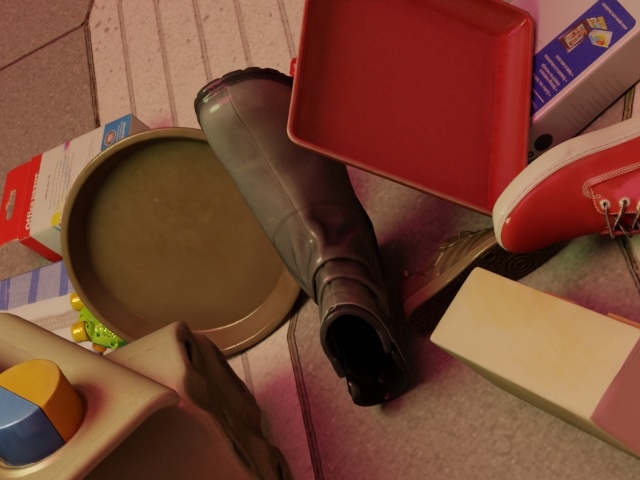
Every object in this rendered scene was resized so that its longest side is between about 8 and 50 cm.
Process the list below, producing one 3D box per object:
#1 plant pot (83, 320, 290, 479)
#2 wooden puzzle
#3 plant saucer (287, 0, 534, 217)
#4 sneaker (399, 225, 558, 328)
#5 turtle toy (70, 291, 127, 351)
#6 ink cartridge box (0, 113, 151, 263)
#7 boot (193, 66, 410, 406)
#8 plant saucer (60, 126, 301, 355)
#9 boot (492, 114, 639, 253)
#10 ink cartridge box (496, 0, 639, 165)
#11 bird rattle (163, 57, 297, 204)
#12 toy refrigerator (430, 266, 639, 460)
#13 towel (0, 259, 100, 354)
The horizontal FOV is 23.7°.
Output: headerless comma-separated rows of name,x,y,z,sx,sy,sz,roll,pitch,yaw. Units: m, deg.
plant pot,-0.209,0.252,1.548,0.305,0.334,0.333,-31,45,7
wooden puzzle,-0.347,0.186,1.391,0.348,0.080,0.322,-39,33,-26
plant saucer,0.087,-0.156,1.501,0.048,0.259,0.258,-42,35,54
sneaker,0.153,0.013,1.536,0.188,0.066,0.071,-34,45,20
turtle toy,-0.251,0.083,1.850,0.095,0.066,0.130,-15,48,6
ink cartridge box,-0.314,-0.058,1.993,0.231,0.078,0.134,-20,51,32
boot,0.000,0.000,1.493,0.118,0.338,0.222,-28,44,12
plant saucer,-0.149,0.002,1.694,0.278,0.278,0.041,-36,14,19
boot,0.290,-0.020,1.392,0.244,0.088,0.176,-26,49,3
ink cartridge box,0.236,-0.186,1.596,0.333,0.065,0.165,-40,44,12
bird rattle,-0.100,-0.099,1.801,0.207,0.143,0.253,2,61,61
toy refrigerator,0.217,0.104,1.340,0.094,0.102,0.269,-57,25,-4
towel,-0.358,0.151,1.928,0.209,0.034,0.285,-16,54,33
